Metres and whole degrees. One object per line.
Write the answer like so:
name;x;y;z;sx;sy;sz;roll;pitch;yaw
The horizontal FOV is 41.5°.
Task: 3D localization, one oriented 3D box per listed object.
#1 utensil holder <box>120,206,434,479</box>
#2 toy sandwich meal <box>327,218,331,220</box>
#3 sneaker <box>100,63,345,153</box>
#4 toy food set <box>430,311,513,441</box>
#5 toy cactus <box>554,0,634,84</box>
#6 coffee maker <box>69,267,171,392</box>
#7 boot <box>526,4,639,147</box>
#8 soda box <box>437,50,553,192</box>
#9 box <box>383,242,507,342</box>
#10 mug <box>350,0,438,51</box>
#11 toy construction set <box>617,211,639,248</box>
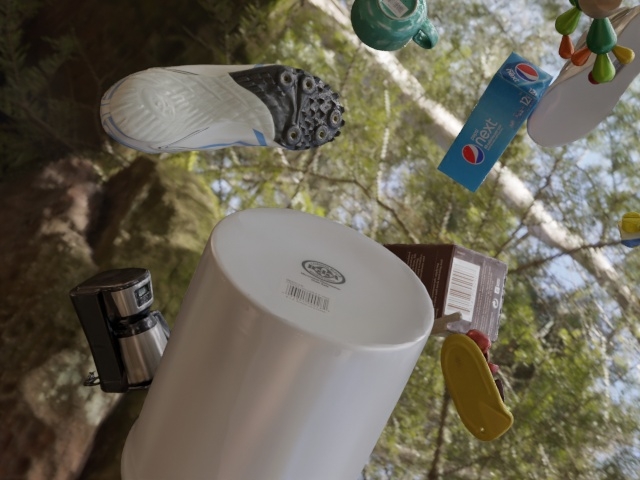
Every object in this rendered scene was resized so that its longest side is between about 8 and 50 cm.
utensil holder;-0.060;0.193;1.140;0.327;0.327;0.385;54;-51;47
toy sandwich meal;0.000;0.000;1.434;0.085;0.085;0.029;-47;-148;3
sneaker;-0.090;-0.125;0.804;0.086;0.237;0.085;-162;-108;-64
toy food set;0.261;0.212;1.377;0.128;0.071;0.218;-48;-122;59
toy cactus;0.350;-0.299;1.052;0.112;0.219;0.180;-2;-165;7
coffee maker;-0.327;0.143;1.335;0.171;0.178;0.120;-14;-166;5
boot;0.400;-0.245;1.260;0.258;0.095;0.123;-43;-167;8
soda box;0.251;-0.169;1.235;0.067;0.071;0.210;-51;172;-39
box;0.237;0.104;1.695;0.203;0.167;0.168;0;-104;52
mug;0.141;-0.418;1.532;0.097;0.158;0.129;149;-61;-78
toy construction set;0.607;0.020;1.240;0.328;0.151;0.215;-12;-144;29
